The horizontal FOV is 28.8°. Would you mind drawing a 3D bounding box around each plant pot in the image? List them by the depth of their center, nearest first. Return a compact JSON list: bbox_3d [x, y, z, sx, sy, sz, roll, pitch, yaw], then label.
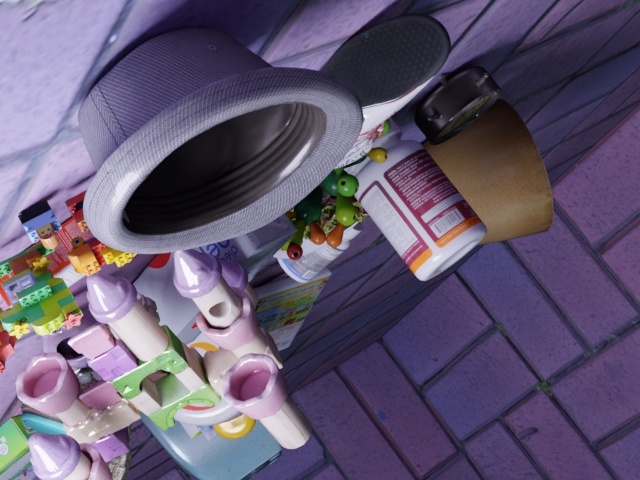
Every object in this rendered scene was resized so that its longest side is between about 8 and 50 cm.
[{"bbox_3d":[0.222,-0.084,2.081,0.254,0.237,0.237,-20,167,-8],"label":"plant pot"},{"bbox_3d":[-0.203,0.365,2.493,0.247,0.252,0.248,-35,170,-11],"label":"plant pot"}]

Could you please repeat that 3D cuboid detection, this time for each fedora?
[{"bbox_3d":[-0.106,-0.100,1.096,0.275,0.124,0.244,-11,151,-49],"label":"fedora"}]

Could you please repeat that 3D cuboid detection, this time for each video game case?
[{"bbox_3d":[-0.098,0.148,2.309,0.227,0.026,0.206,-16,144,-48],"label":"video game case"}]

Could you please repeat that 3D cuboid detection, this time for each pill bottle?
[{"bbox_3d":[0.122,-0.063,1.750,0.121,0.221,0.121,-35,169,-8],"label":"pill bottle"},{"bbox_3d":[0.000,0.000,2.029,0.137,0.078,0.078,-42,169,25],"label":"pill bottle"}]

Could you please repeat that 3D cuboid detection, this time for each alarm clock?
[{"bbox_3d":[0.201,-0.198,1.854,0.129,0.064,0.192,-37,167,1],"label":"alarm clock"}]

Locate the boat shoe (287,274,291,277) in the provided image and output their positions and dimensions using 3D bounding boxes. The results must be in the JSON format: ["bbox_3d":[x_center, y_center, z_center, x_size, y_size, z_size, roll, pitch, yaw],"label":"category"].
[{"bbox_3d":[-0.016,0.023,2.187,0.142,0.040,0.049,-26,156,-47],"label":"boat shoe"}]

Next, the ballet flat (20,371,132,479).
[{"bbox_3d":[-0.342,0.265,1.847,0.483,0.164,0.182,104,9,-63],"label":"ballet flat"}]

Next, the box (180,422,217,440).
[{"bbox_3d":[-0.219,0.263,2.186,0.109,0.178,0.042,-27,166,-43],"label":"box"}]

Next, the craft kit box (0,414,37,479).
[{"bbox_3d":[-0.499,0.356,2.028,0.250,0.061,0.246,-40,172,17],"label":"craft kit box"}]

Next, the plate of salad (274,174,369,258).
[{"bbox_3d":[0.005,-0.031,1.885,0.200,0.048,0.200,-25,151,-15],"label":"plate of salad"}]

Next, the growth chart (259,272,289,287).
[{"bbox_3d":[-0.093,0.133,2.353,0.172,0.021,0.237,-33,155,-25],"label":"growth chart"}]

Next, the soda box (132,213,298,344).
[{"bbox_3d":[-0.156,0.040,1.630,0.091,0.098,0.286,-27,166,-48],"label":"soda box"}]

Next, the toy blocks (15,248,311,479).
[{"bbox_3d":[-0.210,0.109,1.390,0.288,0.309,0.260,-28,135,6],"label":"toy blocks"}]

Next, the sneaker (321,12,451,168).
[{"bbox_3d":[0.053,-0.167,1.440,0.270,0.090,0.145,-38,171,25],"label":"sneaker"}]

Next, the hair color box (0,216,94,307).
[{"bbox_3d":[-0.270,0.018,1.312,0.141,0.043,0.072,-35,170,-4],"label":"hair color box"}]

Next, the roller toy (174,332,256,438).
[{"bbox_3d":[-0.177,0.199,1.992,0.146,0.209,0.191,50,65,-81],"label":"roller toy"}]

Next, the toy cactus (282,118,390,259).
[{"bbox_3d":[0.005,-0.080,1.647,0.219,0.112,0.180,-64,-166,2],"label":"toy cactus"}]

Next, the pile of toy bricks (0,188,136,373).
[{"bbox_3d":[-0.266,0.050,1.199,0.212,0.105,0.118,-30,146,-11],"label":"pile of toy bricks"}]
